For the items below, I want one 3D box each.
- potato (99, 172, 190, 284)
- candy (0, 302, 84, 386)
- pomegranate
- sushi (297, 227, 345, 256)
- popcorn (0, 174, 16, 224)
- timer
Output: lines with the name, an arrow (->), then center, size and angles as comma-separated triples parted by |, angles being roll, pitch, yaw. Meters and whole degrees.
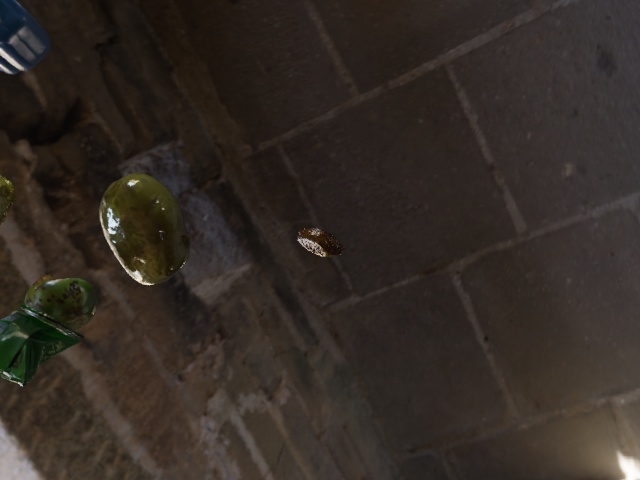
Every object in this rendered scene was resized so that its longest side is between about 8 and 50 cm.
potato -> -0.355, -0.027, 1.714 | 0.197, 0.148, 0.228 | -6, 121, 55
candy -> -0.553, 0.191, 1.574 | 0.141, 0.203, 0.078 | 39, 118, -1
pomegranate -> -0.545, 0.135, 1.750 | 0.169, 0.143, 0.122 | -1, 96, 45
sushi -> 0.000, 0.000, 1.635 | 0.099, 0.047, 0.050 | 32, 148, 7
popcorn -> -0.616, -0.079, 1.536 | 0.120, 0.106, 0.116 | 55, 144, 13
timer -> -0.573, -0.391, 1.254 | 0.340, 0.309, 0.115 | 40, 85, -2
